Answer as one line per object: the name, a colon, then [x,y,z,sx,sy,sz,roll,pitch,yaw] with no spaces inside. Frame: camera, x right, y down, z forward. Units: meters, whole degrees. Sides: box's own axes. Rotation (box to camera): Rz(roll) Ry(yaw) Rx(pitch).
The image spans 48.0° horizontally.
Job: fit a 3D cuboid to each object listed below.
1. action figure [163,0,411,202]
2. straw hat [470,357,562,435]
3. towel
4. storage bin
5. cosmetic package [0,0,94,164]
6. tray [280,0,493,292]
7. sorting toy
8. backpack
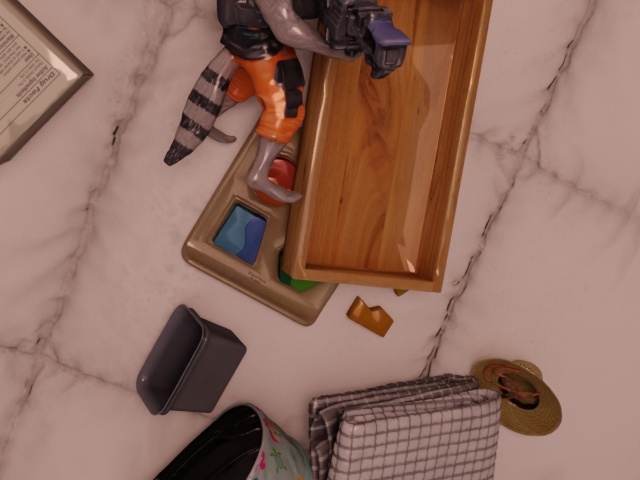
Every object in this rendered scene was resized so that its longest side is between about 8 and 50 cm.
action figure: [-0.049,-0.209,0.737,0.178,0.341,0.330,3,117,-20]
straw hat: [0.295,0.211,1.050,0.061,0.144,0.144,-43,111,-40]
towel: [0.108,0.316,0.991,0.283,0.121,0.235,-2,105,-29]
storage bin: [-0.168,0.163,0.952,0.091,0.098,0.135,25,98,-42]
cosmetic package: [-0.426,-0.243,0.795,0.160,0.113,0.309,-44,107,2]
tray: [0.083,-0.149,0.904,0.202,0.076,0.411,7,96,-19]
sorting toy: [0.000,0.000,0.963,0.307,0.041,0.229,30,96,-15]
backpack: [-0.124,0.347,0.927,0.191,0.225,0.253,41,85,-19]
